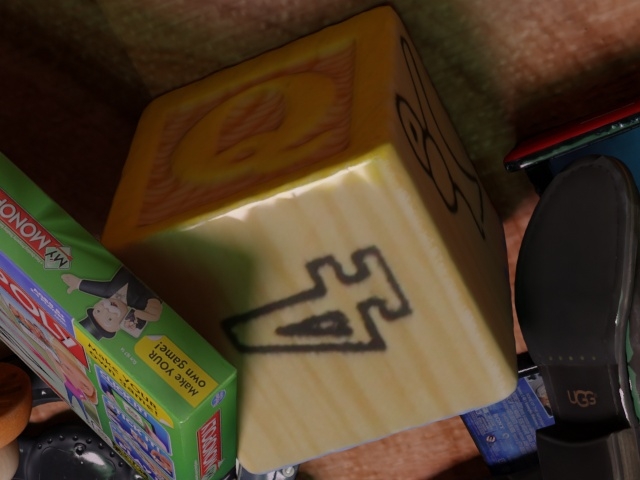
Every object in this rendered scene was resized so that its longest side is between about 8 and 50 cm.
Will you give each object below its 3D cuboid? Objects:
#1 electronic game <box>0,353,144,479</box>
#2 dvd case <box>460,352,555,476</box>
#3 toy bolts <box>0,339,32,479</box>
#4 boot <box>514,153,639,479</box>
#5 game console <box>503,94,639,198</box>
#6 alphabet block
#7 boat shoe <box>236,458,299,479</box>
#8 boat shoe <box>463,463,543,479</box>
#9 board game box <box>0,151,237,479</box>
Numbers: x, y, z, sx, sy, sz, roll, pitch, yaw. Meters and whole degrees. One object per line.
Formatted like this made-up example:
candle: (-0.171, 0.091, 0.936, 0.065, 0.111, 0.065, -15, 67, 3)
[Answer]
electronic game: (-0.192, 0.185, 1.100, 0.229, 0.048, 0.229, 3, 118, 6)
dvd case: (0.247, 0.138, 1.051, 0.253, 0.022, 0.180, -19, 121, 17)
toy bolts: (-0.344, 0.138, 0.977, 0.228, 0.218, 0.158, 4, 117, 23)
boot: (0.244, 0.068, 0.900, 0.229, 0.091, 0.263, -7, 98, -35)
game console: (0.205, -0.048, 0.887, 0.144, 0.124, 0.085, -21, 94, 18)
alphabet block: (0.000, 0.000, 0.870, 0.193, 0.192, 0.197, -21, 120, 16)
boat shoe: (-0.041, 0.215, 1.085, 0.079, 0.095, 0.254, 9, 114, 5)
boat shoe: (0.176, 0.242, 1.044, 0.324, 0.122, 0.120, -29, 123, 22)
board game box: (-0.178, 0.026, 0.835, 0.317, 0.046, 0.213, 41, 159, 16)
